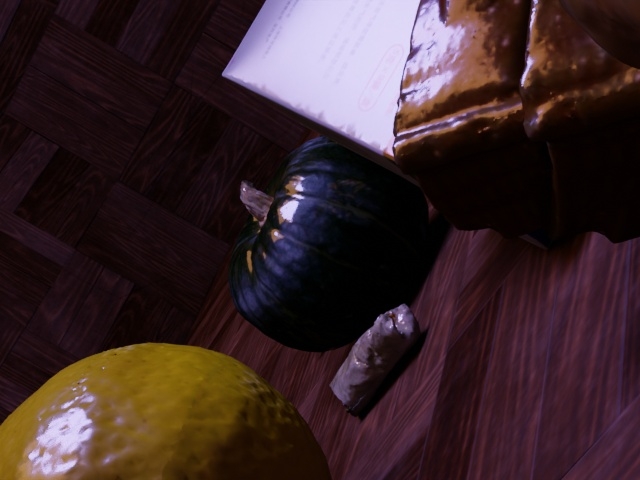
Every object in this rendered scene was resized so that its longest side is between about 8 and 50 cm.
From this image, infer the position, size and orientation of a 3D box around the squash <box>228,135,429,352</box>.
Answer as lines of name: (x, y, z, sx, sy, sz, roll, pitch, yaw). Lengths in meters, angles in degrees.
squash: (0.005, 0.003, 1.494, 0.218, 0.172, 0.218, -30, 53, 50)

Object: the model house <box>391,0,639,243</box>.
model house: (0.136, -0.104, 0.759, 0.229, 0.199, 0.220, -54, -42, -63)

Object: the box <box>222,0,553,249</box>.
box: (0.088, -0.145, 1.144, 0.299, 0.106, 0.200, 31, 91, 47)

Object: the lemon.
lemon: (-0.119, 0.207, 1.113, 0.293, 0.293, 0.293, -58, 7, 11)

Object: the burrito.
burrito: (0.042, 0.107, 1.334, 0.055, 0.041, 0.149, -47, -7, -43)

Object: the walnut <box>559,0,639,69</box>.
walnut: (0.184, -0.184, 0.494, 0.306, 0.306, 0.344, -59, 13, 6)
